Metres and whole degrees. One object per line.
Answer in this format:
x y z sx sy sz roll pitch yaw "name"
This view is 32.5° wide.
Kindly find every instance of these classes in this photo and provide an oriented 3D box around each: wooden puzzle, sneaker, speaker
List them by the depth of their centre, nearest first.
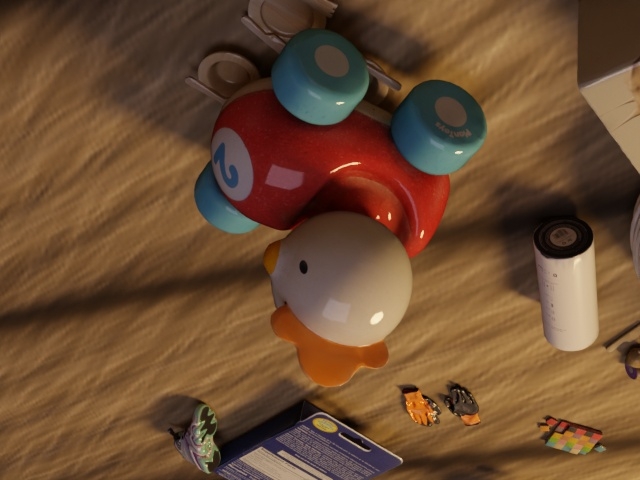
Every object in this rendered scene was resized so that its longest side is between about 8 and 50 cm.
0.232 0.043 1.031 0.055 0.055 0.136 -2 136 16 "speaker"
0.288 0.226 1.253 0.083 0.006 0.049 16 138 -3 "wooden puzzle"
-0.163 0.239 1.364 0.069 0.038 0.098 15 119 33 "sneaker"

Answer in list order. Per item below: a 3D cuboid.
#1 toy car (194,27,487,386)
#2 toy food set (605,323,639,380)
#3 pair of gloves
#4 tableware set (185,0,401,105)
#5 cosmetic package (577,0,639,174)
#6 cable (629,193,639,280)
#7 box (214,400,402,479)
0.000 0.000 0.885 0.210 0.238 0.219 21 143 -17 "toy car"
0.356 0.129 1.119 0.122 0.019 0.078 27 137 -15 "toy food set"
0.139 0.191 1.250 0.083 0.010 0.074 -7 134 21 "pair of gloves"
-0.025 -0.138 0.926 0.141 0.020 0.169 33 134 -21 "tableware set"
0.350 -0.147 0.750 0.309 0.113 0.160 -24 127 33 "cosmetic package"
0.396 0.015 0.931 0.257 0.089 0.257 -1 136 16 "cable"
-0.016 0.266 1.353 0.136 0.036 0.225 35 136 -23 "box"
